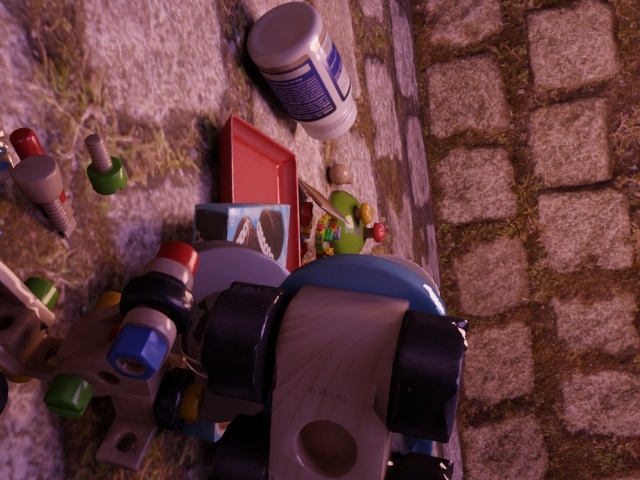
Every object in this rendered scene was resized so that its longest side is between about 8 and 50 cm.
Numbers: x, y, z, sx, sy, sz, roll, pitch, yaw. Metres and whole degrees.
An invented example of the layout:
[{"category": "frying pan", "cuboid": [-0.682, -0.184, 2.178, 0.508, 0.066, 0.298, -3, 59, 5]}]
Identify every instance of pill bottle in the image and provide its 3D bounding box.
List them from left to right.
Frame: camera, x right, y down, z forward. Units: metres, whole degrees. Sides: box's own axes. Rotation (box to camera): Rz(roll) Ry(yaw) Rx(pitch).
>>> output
[{"category": "pill bottle", "cuboid": [-0.025, -0.327, 1.222, 0.265, 0.153, 0.153, 52, 37, -54]}]

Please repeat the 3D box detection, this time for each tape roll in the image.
[{"category": "tape roll", "cuboid": [-0.125, 0.111, 0.765, 0.072, 0.219, 0.219, -161, -122, -66]}]

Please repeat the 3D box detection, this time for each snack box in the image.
[{"category": "snack box", "cuboid": [-0.119, 0.106, 0.898, 0.187, 0.060, 0.322, -11, 106, -66]}]

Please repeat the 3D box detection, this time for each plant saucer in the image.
[{"category": "plant saucer", "cuboid": [-0.109, -0.059, 1.077, 0.258, 0.047, 0.259, 20, 66, -67]}]

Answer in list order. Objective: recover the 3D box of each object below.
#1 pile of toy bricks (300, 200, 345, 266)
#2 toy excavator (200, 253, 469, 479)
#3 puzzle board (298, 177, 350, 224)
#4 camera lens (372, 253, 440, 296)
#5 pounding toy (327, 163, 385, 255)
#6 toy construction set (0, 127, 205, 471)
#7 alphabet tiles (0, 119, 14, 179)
[{"category": "pile of toy bricks", "cuboid": [0.000, 0.000, 1.225, 0.105, 0.118, 0.212, 89, 8, -46]}, {"category": "toy excavator", "cuboid": [0.053, 0.203, 0.738, 0.445, 0.222, 0.433, -43, 138, -68]}, {"category": "puzzle board", "cuboid": [0.001, -0.084, 1.285, 0.096, 0.011, 0.128, 32, 13, -45]}, {"category": "camera lens", "cuboid": [0.114, 0.180, 1.177, 0.274, 0.219, 0.219, 90, 7, -57]}, {"category": "pounding toy", "cuboid": [0.098, -0.067, 1.528, 0.183, 0.110, 0.237, 19, 67, -67]}, {"category": "toy construction set", "cuboid": [-0.230, 0.074, 0.577, 0.237, 0.257, 0.309, 87, -11, -49]}, {"category": "alphabet tiles", "cuboid": [-0.362, -0.151, 0.502, 0.198, 0.009, 0.237, -40, 122, -65]}]
